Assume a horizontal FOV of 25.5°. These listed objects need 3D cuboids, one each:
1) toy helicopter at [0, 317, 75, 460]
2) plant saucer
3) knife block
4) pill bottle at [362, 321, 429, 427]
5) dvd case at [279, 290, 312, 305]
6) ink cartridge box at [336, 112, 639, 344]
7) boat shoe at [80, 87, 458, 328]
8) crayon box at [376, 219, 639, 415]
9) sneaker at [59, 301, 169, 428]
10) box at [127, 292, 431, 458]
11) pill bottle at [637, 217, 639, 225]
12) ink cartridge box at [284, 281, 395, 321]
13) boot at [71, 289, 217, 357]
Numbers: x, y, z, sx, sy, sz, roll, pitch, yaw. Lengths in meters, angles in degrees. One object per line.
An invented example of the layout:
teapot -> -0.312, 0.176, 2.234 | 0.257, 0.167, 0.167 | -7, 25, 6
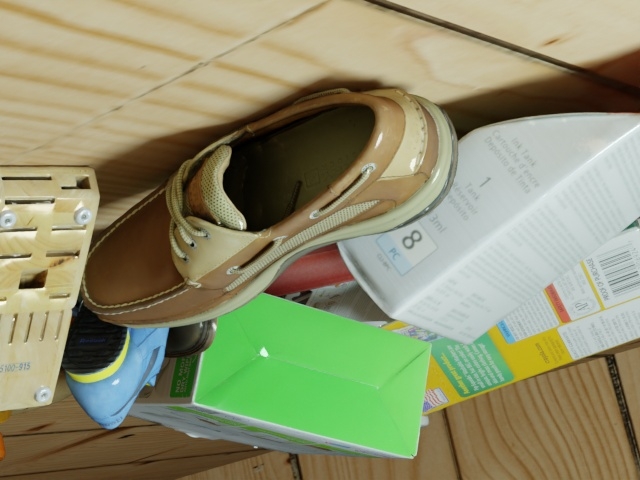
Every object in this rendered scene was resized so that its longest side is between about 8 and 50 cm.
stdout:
toy helicopter -> -0.317, 0.130, 1.457 | 0.234, 0.140, 0.355 | -11, 164, -8
plant saucer -> 0.000, 0.000, 1.384 | 0.259, 0.048, 0.258 | -11, 168, -3
knife block -> -0.298, 0.023, 1.161 | 0.088, 0.242, 0.276 | -3, 120, -40
pill bottle -> 0.094, 0.193, 2.034 | 0.094, 0.169, 0.094 | -11, 167, -3
dvd case -> 0.049, 0.060, 1.760 | 0.221, 0.018, 0.164 | -1, 163, -41
ink cartridge box -> 0.219, -0.065, 1.207 | 0.385, 0.091, 0.308 | -39, 162, 8
boat shoe -> -0.059, -0.033, 1.058 | 0.324, 0.123, 0.120 | -27, 157, 23
crayon box -> 0.212, 0.069, 1.571 | 0.322, 0.083, 0.203 | -22, 140, 12
sneaker -> -0.159, 0.068, 1.207 | 0.069, 0.209, 0.082 | -1, 131, 19
box -> -0.064, 0.139, 1.434 | 0.262, 0.127, 0.231 | 18, 165, -30
pill bottle -> 0.417, 0.008, 1.680 | 0.193, 0.108, 0.108 | -15, 167, 13
ink cartridge box -> 0.045, 0.051, 1.635 | 0.179, 0.045, 0.145 | 2, 154, -12
boot -> -0.185, 0.061, 1.298 | 0.106, 0.082, 0.219 | 7, -179, -35
